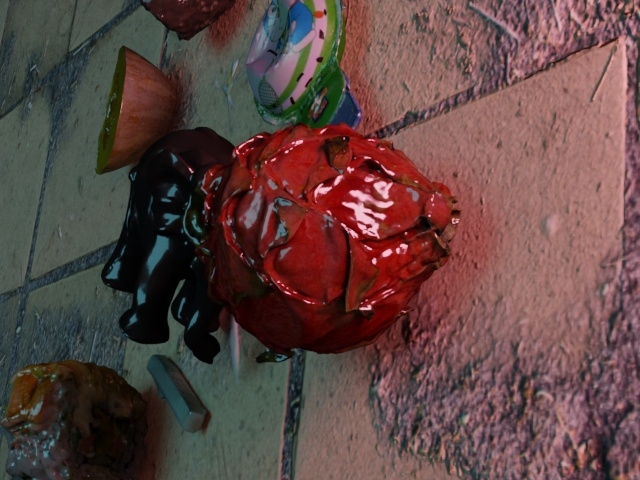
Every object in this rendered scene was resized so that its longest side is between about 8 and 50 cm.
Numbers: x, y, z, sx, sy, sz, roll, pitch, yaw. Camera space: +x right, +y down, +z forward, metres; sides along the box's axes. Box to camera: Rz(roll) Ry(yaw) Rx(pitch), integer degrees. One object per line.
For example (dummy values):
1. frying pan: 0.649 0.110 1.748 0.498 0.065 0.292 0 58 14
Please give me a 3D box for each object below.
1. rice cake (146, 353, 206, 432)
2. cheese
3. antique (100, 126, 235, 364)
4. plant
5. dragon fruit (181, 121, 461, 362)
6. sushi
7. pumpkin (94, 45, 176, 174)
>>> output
1. rice cake: -0.202 0.212 1.504 0.180 0.030 0.042 41 112 56
2. cheese: -0.019 -0.218 1.375 0.204 0.083 0.320 -53 37 28
3. antique: -0.170 -0.017 1.421 0.255 0.185 0.322 -63 30 19
4. plant: -0.169 -0.443 1.658 0.146 0.149 0.274 37 91 13
5. dragon fruit: 0.000 0.000 1.108 0.299 0.244 0.244 -7 69 36
6. sushi: -0.337 0.271 1.529 0.139 0.274 0.184 -10 69 25
7. pumpkin: -0.303 -0.208 1.794 0.217 0.110 0.217 -174 90 -66
